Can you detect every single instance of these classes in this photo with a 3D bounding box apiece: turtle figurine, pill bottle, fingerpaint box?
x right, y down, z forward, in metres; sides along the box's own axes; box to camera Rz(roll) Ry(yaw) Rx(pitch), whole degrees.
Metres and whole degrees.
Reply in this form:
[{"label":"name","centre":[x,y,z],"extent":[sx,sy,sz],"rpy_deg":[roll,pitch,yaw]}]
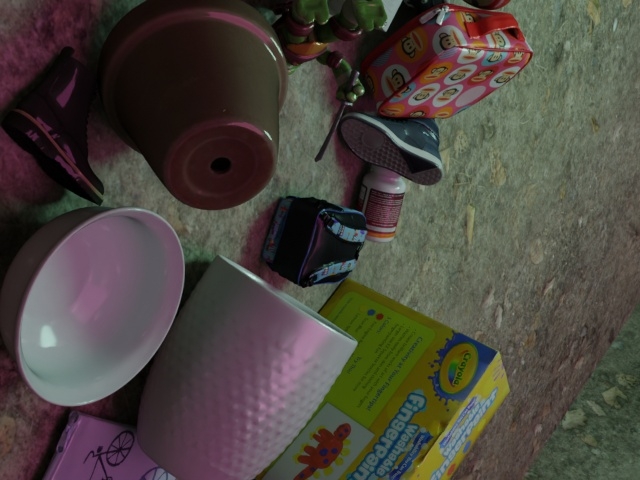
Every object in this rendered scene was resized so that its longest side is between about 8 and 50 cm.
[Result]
[{"label":"turtle figurine","centre":[-0.018,-0.258,1.656],"extent":[0.275,0.198,0.266],"rpy_deg":[-61,-171,-26]},{"label":"pill bottle","centre":[0.116,-0.079,2.134],"extent":[0.086,0.086,0.152],"rpy_deg":[-13,122,-51]},{"label":"fingerpaint box","centre":[0.082,0.343,2.105],"extent":[0.445,0.371,0.163],"rpy_deg":[-52,145,-21]}]

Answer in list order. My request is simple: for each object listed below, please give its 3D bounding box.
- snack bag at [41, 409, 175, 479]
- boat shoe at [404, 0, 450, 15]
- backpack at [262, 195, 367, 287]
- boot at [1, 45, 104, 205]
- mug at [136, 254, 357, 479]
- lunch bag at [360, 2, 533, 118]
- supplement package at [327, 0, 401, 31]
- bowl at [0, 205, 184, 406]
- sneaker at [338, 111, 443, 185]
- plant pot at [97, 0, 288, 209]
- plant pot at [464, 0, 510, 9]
[{"label":"snack bag","centre":[-0.377,0.449,1.830],"extent":[0.342,0.037,0.323],"rpy_deg":[31,84,-58]},{"label":"boat shoe","centre":[0.178,-0.471,1.960],"extent":[0.091,0.114,0.302],"rpy_deg":[-14,144,-4]},{"label":"backpack","centre":[0.000,0.000,1.992],"extent":[0.173,0.117,0.158],"rpy_deg":[0,111,-54]},{"label":"boot","centre":[-0.320,-0.148,1.482],"extent":[0.137,0.077,0.198],"rpy_deg":[-59,149,-19]},{"label":"mug","centre":[-0.139,0.233,1.850],"extent":[0.328,0.276,0.374],"rpy_deg":[-58,178,-1]},{"label":"lunch bag","centre":[0.243,-0.329,1.997],"extent":[0.293,0.120,0.258],"rpy_deg":[-5,157,-48]},{"label":"supplement package","centre":[0.053,-0.471,1.719],"extent":[0.203,0.149,0.194],"rpy_deg":[-63,149,-4]},{"label":"bowl","centre":[-0.340,0.071,1.538],"extent":[0.298,0.134,0.298],"rpy_deg":[-34,136,-40]},{"label":"sneaker","centre":[0.132,-0.213,2.075],"extent":[0.226,0.086,0.163],"rpy_deg":[28,44,-24]},{"label":"plant pot","centre":[-0.153,-0.163,1.468],"extent":[0.263,0.229,0.263],"rpy_deg":[-11,135,-11]},{"label":"plant pot","centre":[0.324,-0.522,1.992],"extent":[0.174,0.191,0.191],"rpy_deg":[-43,142,-25]}]
